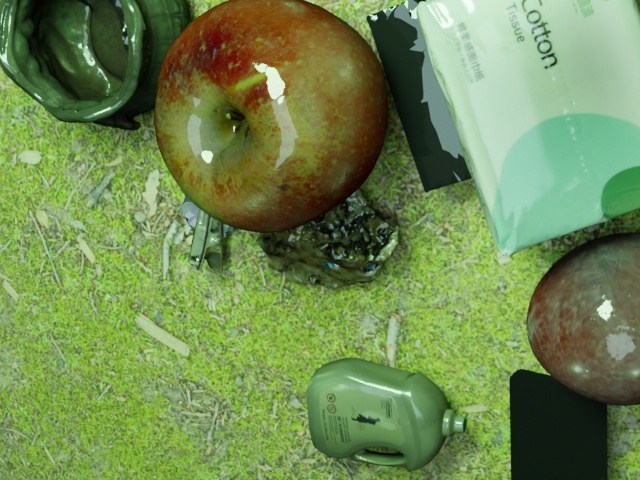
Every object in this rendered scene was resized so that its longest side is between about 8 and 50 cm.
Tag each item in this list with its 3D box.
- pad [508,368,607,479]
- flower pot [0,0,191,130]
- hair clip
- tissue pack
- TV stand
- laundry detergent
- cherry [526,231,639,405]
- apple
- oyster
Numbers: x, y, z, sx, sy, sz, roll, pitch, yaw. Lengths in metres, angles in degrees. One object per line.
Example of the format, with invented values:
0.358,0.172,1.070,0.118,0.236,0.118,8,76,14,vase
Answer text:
0.439,0.329,1.531,0.323,0.055,0.250,3,106,22,pad
-0.356,-0.313,1.600,0.301,0.213,0.302,6,106,21,flower pot
-0.180,-0.089,1.669,0.106,0.084,0.292,12,104,25,hair clip
0.302,-0.188,1.343,0.266,0.194,0.356,-20,97,9,tissue pack
0.157,-0.215,1.484,0.088,0.083,0.269,-17,97,27,TV stand
0.109,0.284,1.640,0.253,0.091,0.181,4,108,22,laundry detergent
0.409,0.103,1.382,0.285,0.236,0.213,4,129,50,cherry
-0.069,-0.184,1.462,0.348,0.277,0.348,7,104,31,apple
0.000,0.000,1.615,0.214,0.083,0.223,43,123,10,oyster
